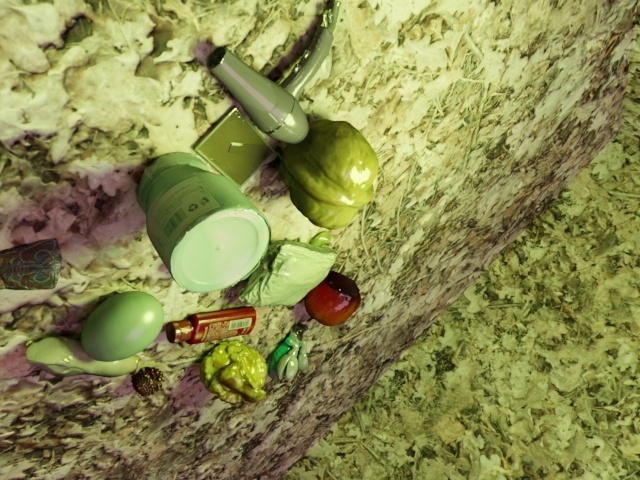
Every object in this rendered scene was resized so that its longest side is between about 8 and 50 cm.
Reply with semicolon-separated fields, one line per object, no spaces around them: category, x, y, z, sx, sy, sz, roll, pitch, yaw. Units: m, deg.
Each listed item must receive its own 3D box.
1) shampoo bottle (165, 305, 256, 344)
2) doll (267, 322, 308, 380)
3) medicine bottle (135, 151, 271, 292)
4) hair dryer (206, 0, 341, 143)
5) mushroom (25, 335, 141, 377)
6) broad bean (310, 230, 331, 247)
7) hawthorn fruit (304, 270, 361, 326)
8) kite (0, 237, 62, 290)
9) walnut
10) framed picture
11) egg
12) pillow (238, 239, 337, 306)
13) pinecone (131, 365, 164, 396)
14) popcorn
shampoo bottle;-0.366;0.291;1.583;0.314;0.076;0.118;-1;128;-45
doll;-0.129;0.492;1.973;0.195;0.153;0.258;-26;140;-47
medicine bottle;-0.291;-0.056;1.104;0.244;0.290;0.245;-25;141;-23
hair dryer;-0.073;-0.440;1.115;0.361;0.121;0.301;-55;137;0
mushroom;-0.660;0.342;1.324;0.109;0.097;0.351;-27;152;14
broad bean;0.000;0.000;1.681;0.083;0.045;0.063;-29;155;-8
hawthorn fruit;0.038;0.242;1.837;0.250;0.215;0.215;-49;146;5
kite;-0.731;0.069;1.031;0.285;0.015;0.152;-9;130;-44
walnut;0.024;-0.189;1.306;0.282;0.277;0.253;-41;142;16
framed picture;-0.220;-0.239;1.223;0.150;0.015;0.203;-45;145;1
egg;-0.538;0.234;1.264;0.230;0.168;0.168;-34;145;-3
pillow;-0.114;0.126;1.608;0.309;0.138;0.283;10;124;-51
pinecone;-0.574;0.472;1.552;0.102;0.102;0.109;-41;156;-4
popcorn;-0.309;0.495;1.710;0.206;0.251;0.237;-55;148;6
